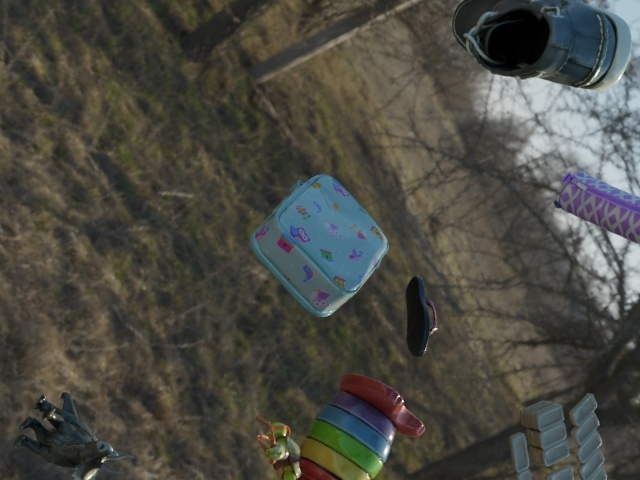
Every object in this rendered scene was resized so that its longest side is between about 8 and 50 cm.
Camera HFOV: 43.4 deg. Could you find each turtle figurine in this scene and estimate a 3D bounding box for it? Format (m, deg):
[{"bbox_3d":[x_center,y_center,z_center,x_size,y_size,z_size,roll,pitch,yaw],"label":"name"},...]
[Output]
[{"bbox_3d":[-0.069,0.459,1.624,0.269,0.087,0.217,110,-33,-71],"label":"turtle figurine"}]

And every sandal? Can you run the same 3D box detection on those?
[{"bbox_3d":[0.180,0.131,1.410,0.040,0.067,0.179,22,36,-14],"label":"sandal"}]

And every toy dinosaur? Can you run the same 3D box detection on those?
[{"bbox_3d":[-0.481,0.377,1.523,0.160,0.121,0.313,46,-17,-18],"label":"toy dinosaur"}]

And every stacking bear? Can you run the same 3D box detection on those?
[{"bbox_3d":[0.034,0.404,1.465,0.164,0.289,0.175,15,-28,42],"label":"stacking bear"}]

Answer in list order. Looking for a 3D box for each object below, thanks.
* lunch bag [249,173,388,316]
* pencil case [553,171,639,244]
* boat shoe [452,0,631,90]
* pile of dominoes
[{"bbox_3d":[0.000,0.000,1.506,0.224,0.108,0.279,44,30,-1],"label":"lunch bag"},{"bbox_3d":[0.532,-0.060,1.453,0.206,0.086,0.088,30,-21,40],"label":"pencil case"},{"bbox_3d":[0.225,-0.249,0.945,0.319,0.099,0.116,-130,-134,-60],"label":"boat shoe"},{"bbox_3d":[0.382,0.387,1.305,0.040,0.196,0.251,1,-78,59],"label":"pile of dominoes"}]
